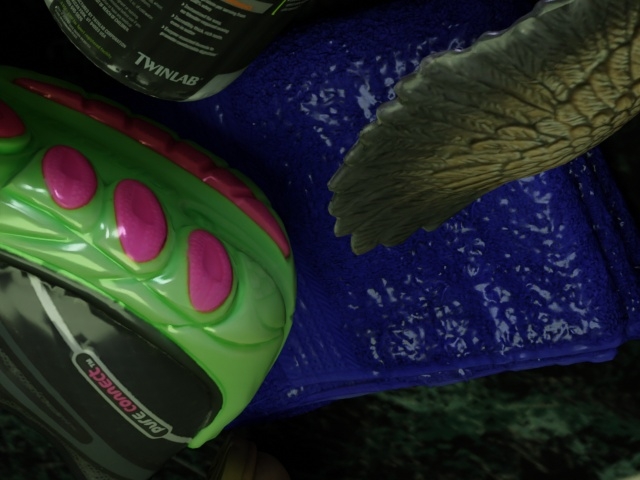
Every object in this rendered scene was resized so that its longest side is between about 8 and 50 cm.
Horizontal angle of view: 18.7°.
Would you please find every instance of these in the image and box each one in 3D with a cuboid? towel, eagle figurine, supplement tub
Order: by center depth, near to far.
[{"bbox_3d":[0.173,-0.078,0.818,0.226,0.298,0.225,29,-178,34],"label":"eagle figurine"},{"bbox_3d":[-0.035,-0.160,0.876,0.117,0.117,0.190,37,127,-14],"label":"supplement tub"},{"bbox_3d":[0.000,0.000,1.018,0.308,0.076,0.227,-15,123,25],"label":"towel"}]

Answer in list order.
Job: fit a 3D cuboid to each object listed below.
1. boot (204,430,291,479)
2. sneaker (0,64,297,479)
[{"bbox_3d":[0.053,0.205,1.123,0.270,0.089,0.236,20,166,2],"label":"boot"},{"bbox_3d":[-0.252,-0.026,0.950,0.483,0.185,0.202,31,114,8],"label":"sneaker"}]
